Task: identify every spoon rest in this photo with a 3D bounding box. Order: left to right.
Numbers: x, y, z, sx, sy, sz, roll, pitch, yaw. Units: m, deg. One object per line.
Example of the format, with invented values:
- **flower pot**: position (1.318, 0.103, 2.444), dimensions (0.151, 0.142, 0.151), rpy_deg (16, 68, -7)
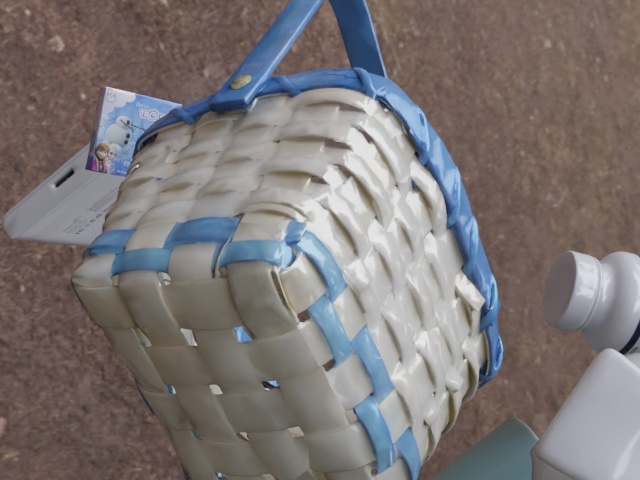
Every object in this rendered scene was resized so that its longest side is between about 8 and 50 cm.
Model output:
- **spoon rest**: position (0.166, 0.115, 0.488), dimensions (0.137, 0.084, 0.276), rpy_deg (-55, 161, 0)

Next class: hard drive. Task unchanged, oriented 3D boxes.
- **hard drive**: position (-0.284, -0.069, 1.380), dimensions (0.047, 0.233, 0.353), rpy_deg (58, 15, 15)

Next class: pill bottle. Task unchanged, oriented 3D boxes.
- **pill bottle**: position (0.291, 0.063, 0.803), dimensions (0.169, 0.094, 0.094), rpy_deg (15, 63, -7)

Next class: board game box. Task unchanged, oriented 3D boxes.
- **board game box**: position (-0.199, -0.112, 0.964), dimensions (0.090, 0.020, 0.090), rpy_deg (8, 94, -37)

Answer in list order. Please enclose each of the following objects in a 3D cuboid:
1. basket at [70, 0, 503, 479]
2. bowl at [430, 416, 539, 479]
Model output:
- **basket**: position (0.000, 0.000, 0.542), dimensions (0.289, 0.201, 0.254), rpy_deg (-53, 129, -47)
- **bowl**: position (0.166, 0.342, 0.854), dimensions (0.311, 0.163, 0.311), rpy_deg (161, -90, -89)
